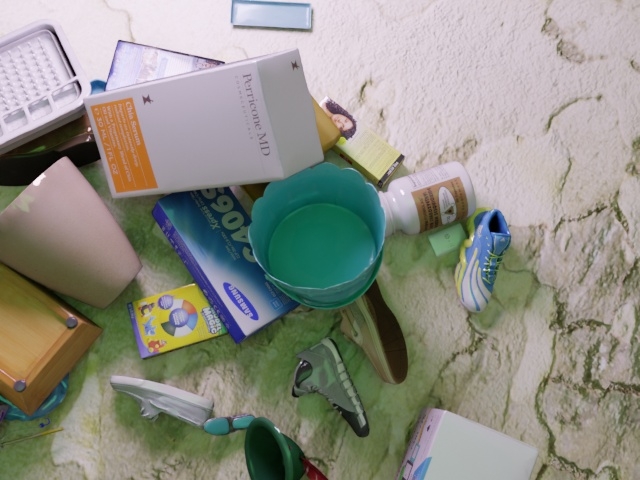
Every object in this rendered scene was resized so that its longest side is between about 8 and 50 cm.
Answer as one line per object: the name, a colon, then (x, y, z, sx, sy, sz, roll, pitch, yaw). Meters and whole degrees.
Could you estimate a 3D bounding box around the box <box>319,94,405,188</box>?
box: (0.077, -0.225, 1.793, 0.232, 0.058, 0.087, 38, 80, 3)

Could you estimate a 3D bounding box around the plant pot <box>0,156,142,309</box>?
plant pot: (-0.518, 0.008, 1.644, 0.274, 0.256, 0.256, 43, 80, -11)

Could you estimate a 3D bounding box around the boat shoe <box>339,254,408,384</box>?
boat shoe: (0.096, 0.178, 1.707, 0.098, 0.109, 0.302, -29, 80, 30)

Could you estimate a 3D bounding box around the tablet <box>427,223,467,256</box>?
tablet: (0.293, -0.001, 1.790, 0.083, 0.006, 0.054, -22, 81, -7)

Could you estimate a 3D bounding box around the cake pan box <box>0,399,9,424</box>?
cake pan box: (-0.811, 0.397, 1.604, 0.267, 0.070, 0.245, 20, 81, 11)

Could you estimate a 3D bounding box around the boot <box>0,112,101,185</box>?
boot: (-0.623, -0.206, 1.732, 0.306, 0.112, 0.115, -17, 66, 2)

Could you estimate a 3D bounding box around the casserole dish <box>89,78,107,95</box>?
casserole dish: (-0.478, -0.287, 1.787, 0.188, 0.037, 0.114, 34, 80, 4)

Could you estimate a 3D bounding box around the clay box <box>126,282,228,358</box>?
clay box: (-0.295, 0.166, 1.705, 0.222, 0.053, 0.127, -17, 80, -5)

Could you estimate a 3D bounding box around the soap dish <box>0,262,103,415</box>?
soap dish: (-0.643, 0.185, 1.628, 0.291, 0.118, 0.229, 35, 68, 4)

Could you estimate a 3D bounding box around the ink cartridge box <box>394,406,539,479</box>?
ink cartridge box: (0.280, 0.464, 1.572, 0.197, 0.270, 0.198, 23, 79, 3)

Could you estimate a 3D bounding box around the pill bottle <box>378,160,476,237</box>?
pill bottle: (0.216, -0.084, 1.737, 0.229, 0.131, 0.131, -18, 81, -6)

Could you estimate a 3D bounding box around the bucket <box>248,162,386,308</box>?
bucket: (0.000, 0.000, 1.598, 0.281, 0.183, 0.281, -1, 71, 4)

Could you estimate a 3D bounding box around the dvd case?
dvd case: (-0.357, -0.355, 1.789, 0.253, 0.022, 0.180, 11, 69, -5)

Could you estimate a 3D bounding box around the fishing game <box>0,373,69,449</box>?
fishing game: (-0.631, 0.296, 1.673, 0.189, 0.041, 0.264, -17, 75, -14)

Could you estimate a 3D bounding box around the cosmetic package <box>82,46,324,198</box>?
cosmetic package: (-0.241, -0.226, 1.577, 0.454, 0.161, 0.229, -4, 107, 32)

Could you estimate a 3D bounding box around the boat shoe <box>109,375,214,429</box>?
boat shoe: (-0.343, 0.346, 1.657, 0.228, 0.079, 0.081, 17, 75, -3)

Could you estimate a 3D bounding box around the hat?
hat: (-0.040, 0.459, 1.666, 0.184, 0.173, 0.208, -7, 101, -37)

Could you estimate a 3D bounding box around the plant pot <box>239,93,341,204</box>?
plant pot: (-0.081, -0.225, 1.697, 0.212, 0.187, 0.212, 52, 125, 6)

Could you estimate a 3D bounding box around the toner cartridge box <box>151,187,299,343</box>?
toner cartridge box: (-0.201, 0.034, 1.695, 0.165, 0.075, 0.347, -31, 82, -30)

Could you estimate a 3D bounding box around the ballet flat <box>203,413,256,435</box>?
ballet flat: (-0.195, 0.394, 1.674, 0.115, 0.041, 0.041, -4, 80, -16)

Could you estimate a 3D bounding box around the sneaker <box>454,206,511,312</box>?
sneaker: (0.359, 0.037, 1.722, 0.091, 0.126, 0.240, 6, 79, -11)

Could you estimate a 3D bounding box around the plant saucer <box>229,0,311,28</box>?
plant saucer: (-0.118, -0.536, 1.860, 0.192, 0.018, 0.067, 2, 80, -2)

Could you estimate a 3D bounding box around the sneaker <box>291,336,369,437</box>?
sneaker: (0.011, 0.333, 1.684, 0.132, 0.086, 0.228, -23, 72, -2)

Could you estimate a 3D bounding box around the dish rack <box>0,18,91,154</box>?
dish rack: (-0.657, -0.329, 1.718, 0.286, 0.072, 0.332, -28, 57, -7)
